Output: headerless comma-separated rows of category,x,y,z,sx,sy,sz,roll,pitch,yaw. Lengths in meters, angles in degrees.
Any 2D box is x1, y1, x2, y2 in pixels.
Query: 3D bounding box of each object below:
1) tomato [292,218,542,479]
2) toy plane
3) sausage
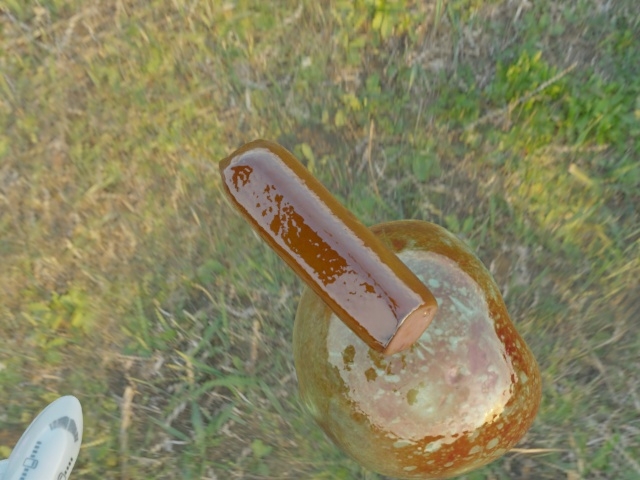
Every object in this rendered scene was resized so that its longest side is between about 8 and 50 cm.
tomato,0.083,0.119,1.201,0.222,0.270,0.270,-29,79,-8
toy plane,-0.279,0.255,1.060,0.251,0.101,0.255,31,57,-19
sausage,0.000,0.000,0.578,0.131,0.039,0.041,45,117,16
